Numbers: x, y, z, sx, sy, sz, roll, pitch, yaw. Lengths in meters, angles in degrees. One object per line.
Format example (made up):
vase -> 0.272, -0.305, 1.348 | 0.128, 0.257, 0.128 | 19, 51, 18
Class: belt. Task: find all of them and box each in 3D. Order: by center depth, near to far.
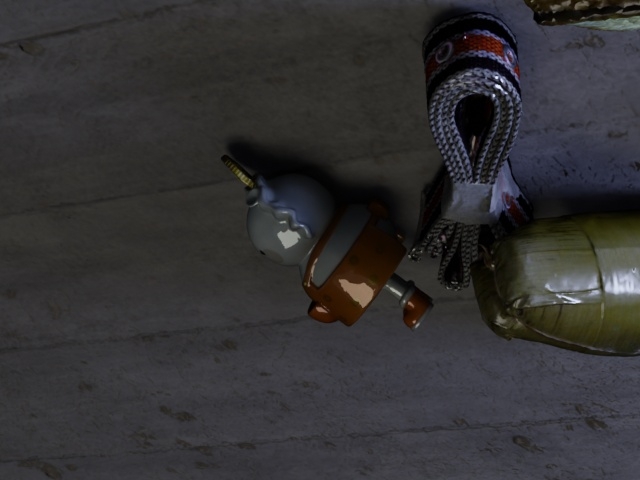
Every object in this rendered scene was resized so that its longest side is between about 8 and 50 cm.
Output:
belt -> 0.153, -0.078, 1.845 | 0.126, 0.094, 0.359 | 6, 145, 8

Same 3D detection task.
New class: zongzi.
zongzi -> 0.260, 0.071, 1.914 | 0.273, 0.145, 0.300 | -4, 159, -17

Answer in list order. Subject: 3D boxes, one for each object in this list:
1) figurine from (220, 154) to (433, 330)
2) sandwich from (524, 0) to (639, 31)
figurine -> 0.008, -0.006, 1.993 | 0.271, 0.143, 0.143 | 52, 138, -5
sandwich -> 0.307, -0.221, 1.456 | 0.249, 0.095, 0.273 | -3, -177, 27
